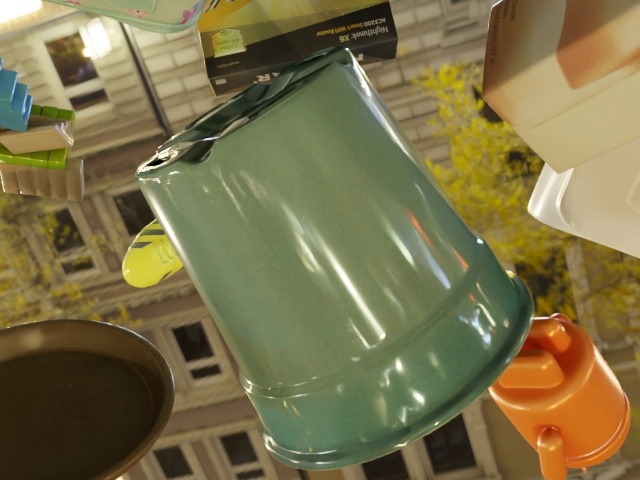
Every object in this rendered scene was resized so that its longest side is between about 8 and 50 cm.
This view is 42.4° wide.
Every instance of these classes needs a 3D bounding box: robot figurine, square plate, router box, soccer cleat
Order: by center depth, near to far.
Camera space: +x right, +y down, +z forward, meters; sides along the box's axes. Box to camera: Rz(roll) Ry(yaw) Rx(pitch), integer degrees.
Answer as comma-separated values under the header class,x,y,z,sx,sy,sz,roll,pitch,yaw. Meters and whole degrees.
class,x,y,z,sx,sy,sz,roll,pitch,yaw
robot figurine,0.270,0.175,0.933,0.128,0.219,0.158,-35,-145,9
square plate,0.465,-0.072,1.060,0.347,0.344,0.049,23,-126,14
soccer cleat,-0.197,-0.005,1.311,0.289,0.093,0.121,-29,-155,8
router box,-0.050,-0.388,1.338,0.309,0.242,0.081,-13,169,-1

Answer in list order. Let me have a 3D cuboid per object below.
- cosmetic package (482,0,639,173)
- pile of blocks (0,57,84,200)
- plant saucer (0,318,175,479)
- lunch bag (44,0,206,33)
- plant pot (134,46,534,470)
class,x,y,z,sx,sy,sz,roll,pitch,yaw
cosmetic package,0.301,-0.202,0.728,0.296,0.129,0.153,-28,-145,39
pile of blocks,-0.386,-0.180,1.012,0.149,0.362,0.112,-3,-116,12
plant saucer,-0.291,0.179,0.858,0.278,0.041,0.278,0,-148,0
lunch bag,-0.256,-0.366,0.955,0.279,0.224,0.108,11,161,-17
plant pot,0.000,0.000,0.879,0.341,0.334,0.341,-28,-162,10
